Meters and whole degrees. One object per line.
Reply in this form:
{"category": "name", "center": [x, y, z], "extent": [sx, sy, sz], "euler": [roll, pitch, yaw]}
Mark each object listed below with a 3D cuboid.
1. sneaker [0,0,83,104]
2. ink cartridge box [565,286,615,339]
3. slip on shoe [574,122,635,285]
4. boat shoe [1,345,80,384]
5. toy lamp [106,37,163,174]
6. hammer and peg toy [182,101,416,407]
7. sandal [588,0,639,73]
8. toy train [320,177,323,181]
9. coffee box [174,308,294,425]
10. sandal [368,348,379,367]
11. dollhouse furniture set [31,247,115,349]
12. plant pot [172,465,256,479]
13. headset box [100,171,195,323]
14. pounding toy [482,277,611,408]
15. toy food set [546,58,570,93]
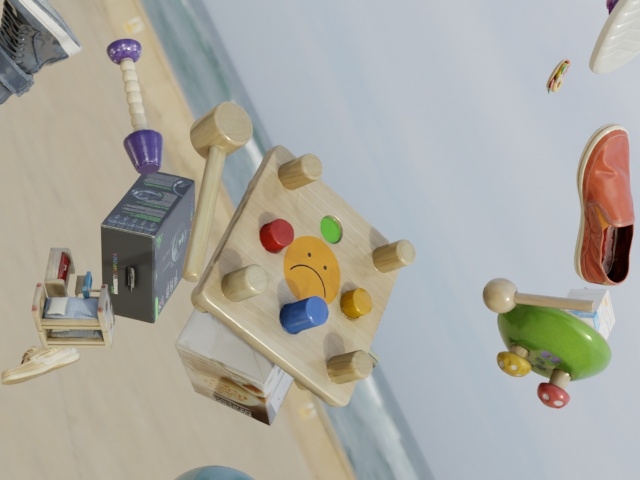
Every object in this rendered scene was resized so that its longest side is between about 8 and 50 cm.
{"category": "sneaker", "center": [-0.416, -0.260, 1.329], "extent": [0.086, 0.163, 0.226], "euler": [57, -4, 9]}
{"category": "ink cartridge box", "center": [0.598, 0.173, 2.252], "extent": [0.143, 0.089, 0.092], "euler": [-46, 126, -47]}
{"category": "slip on shoe", "center": [0.560, -0.063, 1.933], "extent": [0.101, 0.123, 0.331], "euler": [32, -52, 55]}
{"category": "boat shoe", "center": [-0.541, 0.228, 1.915], "extent": [0.170, 0.063, 0.059], "euler": [-17, 82, -51]}
{"category": "toy lamp", "center": [-0.353, -0.256, 1.927], "extent": [0.080, 0.080, 0.275], "euler": [65, 11, -68]}
{"category": "hammer and peg toy", "center": [-0.058, 0.017, 1.264], "extent": [0.361, 0.127, 0.266], "euler": [40, 54, -24]}
{"category": "sandal", "center": [0.580, -0.476, 1.755], "extent": [0.102, 0.169, 0.416], "euler": [55, -38, 30]}
{"category": "toy train", "center": [0.000, 0.000, 1.983], "extent": [0.334, 0.142, 0.190], "euler": [43, 28, -4]}
{"category": "coffee box", "center": [-0.117, 0.177, 1.475], "extent": [0.141, 0.098, 0.246], "euler": [23, -21, 10]}
{"category": "sandal", "center": [0.049, 0.198, 2.452], "extent": [0.120, 0.086, 0.303], "euler": [9, -34, 52]}
{"category": "dollhouse furniture set", "center": [-0.450, 0.092, 1.865], "extent": [0.129, 0.129, 0.184], "euler": [95, -5, -52]}
{"category": "plant pot", "center": [-0.230, 0.614, 1.994], "extent": [0.290, 0.290, 0.195], "euler": [64, 8, 3]}
{"category": "headset box", "center": [-0.399, 0.016, 2.311], "extent": [0.283, 0.131, 0.246], "euler": [-65, 165, -56]}
{"category": "pounding toy", "center": [0.326, 0.168, 1.500], "extent": [0.182, 0.110, 0.237], "euler": [17, -25, 32]}
{"category": "toy food set", "center": [0.518, -0.357, 2.185], "extent": [0.020, 0.083, 0.082], "euler": [35, 29, 17]}
